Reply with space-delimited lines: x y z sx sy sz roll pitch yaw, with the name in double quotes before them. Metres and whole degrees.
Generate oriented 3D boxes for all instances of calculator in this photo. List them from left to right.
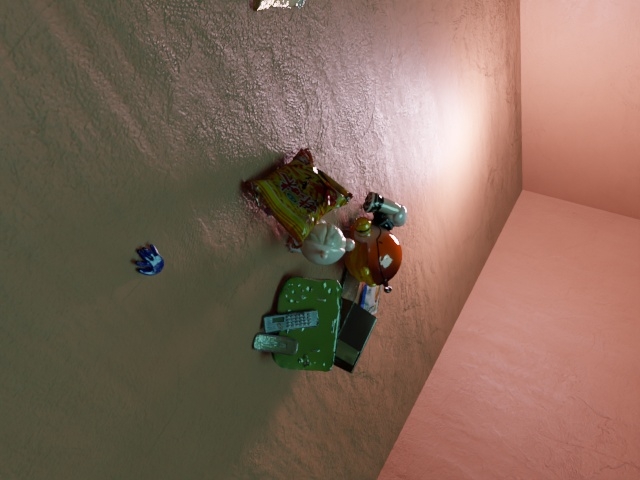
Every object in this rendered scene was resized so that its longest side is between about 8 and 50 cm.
"calculator" -0.089 0.248 1.947 0.018 0.172 0.057 -165 -109 -77

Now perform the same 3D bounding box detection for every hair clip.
"hair clip" -0.138 0.317 1.941 0.022 0.137 0.054 -153 -108 -81

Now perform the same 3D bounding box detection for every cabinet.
"cabinet" 0.058 0.319 2.217 0.175 0.148 0.215 38 73 -47

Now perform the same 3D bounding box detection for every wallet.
"wallet" 0.096 0.202 2.353 0.122 0.031 0.232 12 94 -57

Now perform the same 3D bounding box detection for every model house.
"model house" -0.055 0.253 2.043 0.154 0.207 0.294 -155 -108 -76

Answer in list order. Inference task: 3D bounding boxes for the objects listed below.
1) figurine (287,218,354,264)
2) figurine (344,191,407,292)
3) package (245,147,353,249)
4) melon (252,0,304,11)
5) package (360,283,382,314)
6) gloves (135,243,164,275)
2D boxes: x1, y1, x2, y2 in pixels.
"figurine" -0.009 0.006 1.834 0.144 0.182 0.256 -49 -177 -4
"figurine" 0.198 0.018 2.245 0.320 0.196 0.323 48 55 -65
"package" -0.058 -0.119 1.741 0.288 0.223 0.108 -39 176 -39
"melon" -0.092 -0.599 1.521 0.182 0.054 0.098 -29 137 -50
"package" 0.204 0.233 2.560 0.173 0.027 0.171 -20 124 -59
"gloves" -0.385 0.048 1.429 0.064 0.026 0.086 -54 147 -25
